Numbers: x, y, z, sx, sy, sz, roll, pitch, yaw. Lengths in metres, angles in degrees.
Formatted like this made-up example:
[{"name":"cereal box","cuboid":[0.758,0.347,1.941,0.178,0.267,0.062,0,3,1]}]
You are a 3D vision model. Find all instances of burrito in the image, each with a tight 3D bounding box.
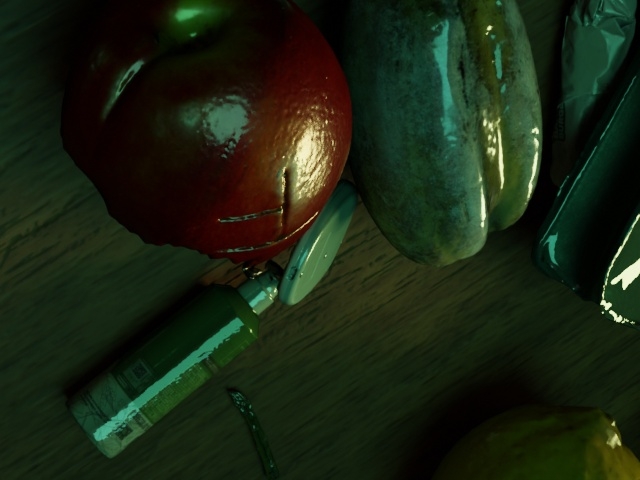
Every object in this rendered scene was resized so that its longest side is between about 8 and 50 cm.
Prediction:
[{"name":"burrito","cuboid":[0.235,-0.133,1.121,0.064,0.064,0.203,-10,120,-24]}]

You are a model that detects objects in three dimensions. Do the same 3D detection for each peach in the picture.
[{"name":"peach","cuboid":[-0.077,-0.074,0.901,0.226,0.190,0.196,85,22,-56]}]

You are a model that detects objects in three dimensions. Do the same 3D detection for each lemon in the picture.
[{"name":"lemon","cuboid":[0.203,0.289,1.222,0.236,0.236,0.263,20,75,-35]}]

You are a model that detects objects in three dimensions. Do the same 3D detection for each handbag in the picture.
[{"name":"handbag","cuboid":[0.336,-0.076,1.149,0.238,0.089,0.326,19,100,-51]}]

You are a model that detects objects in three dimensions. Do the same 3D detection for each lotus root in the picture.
[{"name":"lotus root","cuboid":[0.082,-0.133,0.987,0.158,0.140,0.322,-31,126,-31]}]

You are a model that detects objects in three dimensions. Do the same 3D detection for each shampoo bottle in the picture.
[{"name":"shampoo bottle","cuboid":[-0.108,0.089,1.047,0.204,0.065,0.065,-39,127,-5]}]

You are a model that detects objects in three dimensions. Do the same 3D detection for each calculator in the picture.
[{"name":"calculator","cuboid":[0.000,0.000,1.022,0.021,0.153,0.095,27,114,9]}]

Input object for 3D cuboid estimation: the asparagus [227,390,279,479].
[{"name":"asparagus","cuboid":[-0.058,0.172,1.150,0.015,0.014,0.114,-38,128,-27]}]
